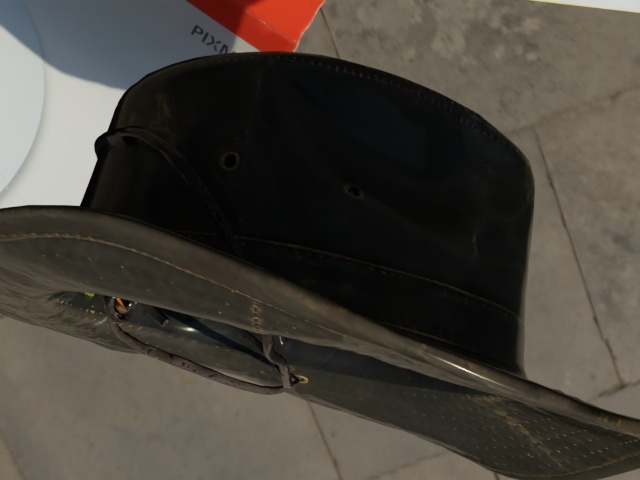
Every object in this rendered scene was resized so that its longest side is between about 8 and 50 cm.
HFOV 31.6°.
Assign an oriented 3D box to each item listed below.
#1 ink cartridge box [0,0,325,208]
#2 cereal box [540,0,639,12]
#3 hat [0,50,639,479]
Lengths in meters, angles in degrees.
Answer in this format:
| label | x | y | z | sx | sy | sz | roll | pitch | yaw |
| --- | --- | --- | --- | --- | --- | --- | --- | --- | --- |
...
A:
| label | x | y | z | sx | sy | sz | roll | pitch | yaw |
| --- | --- | --- | --- | --- | --- | --- | --- | --- | --- |
| ink cartridge box | -0.163 | -0.175 | 0.791 | 0.308 | 0.091 | 0.385 | 33 | 89 | -13 |
| cereal box | 0.136 | -0.223 | 0.525 | 0.173 | 0.047 | 0.240 | 0 | 134 | -28 |
| hat | 0.000 | 0.000 | 0.485 | 0.331 | 0.331 | 0.134 | 19 | 75 | -8 |
